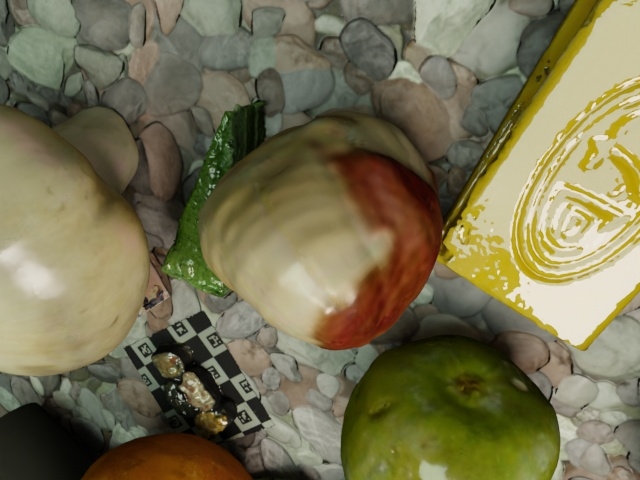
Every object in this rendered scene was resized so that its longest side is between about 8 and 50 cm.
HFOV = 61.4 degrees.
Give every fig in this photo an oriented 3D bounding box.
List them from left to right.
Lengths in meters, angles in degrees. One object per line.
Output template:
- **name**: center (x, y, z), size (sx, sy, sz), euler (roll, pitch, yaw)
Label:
- **fig**: center (0.120, 0.261, 0.624), size (0.233, 0.233, 0.314), euler (27, 110, 9)

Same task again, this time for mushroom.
- **mushroom**: center (-0.355, 0.001, 0.627), size (0.353, 0.353, 0.325), euler (-15, 92, 24)

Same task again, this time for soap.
- **soap**: center (0.266, -0.068, 0.525), size (0.204, 0.096, 0.325), euler (31, 116, 7)

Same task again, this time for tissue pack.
- **tissue pack**: center (-0.280, 0.062, 0.788), size (0.058, 0.074, 0.095), euler (-17, 103, 31)

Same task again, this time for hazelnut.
- **hazelnut**: center (0.000, 0.000, 0.564), size (0.261, 0.261, 0.241), euler (-2, 134, 21)

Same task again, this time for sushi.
- **sushi**: center (-0.206, 0.240, 0.836), size (0.192, 0.050, 0.215), euler (-26, 98, 26)

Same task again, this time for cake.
- **cake**: center (-0.134, -0.059, 0.673), size (0.099, 0.100, 0.236), euler (14, 113, 15)

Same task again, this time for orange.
- **orange**: center (-0.225, 0.409, 0.791), size (0.283, 0.226, 0.284), euler (3, 137, 3)

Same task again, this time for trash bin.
- **trash bin**: center (-0.451, 0.458, 0.922), size (0.334, 0.214, 0.214), euler (44, 118, 10)

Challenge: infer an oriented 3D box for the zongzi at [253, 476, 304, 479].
- **zongzi**: center (-0.031, 0.432, 0.855), size (0.130, 0.062, 0.154), euler (-15, 121, 46)
